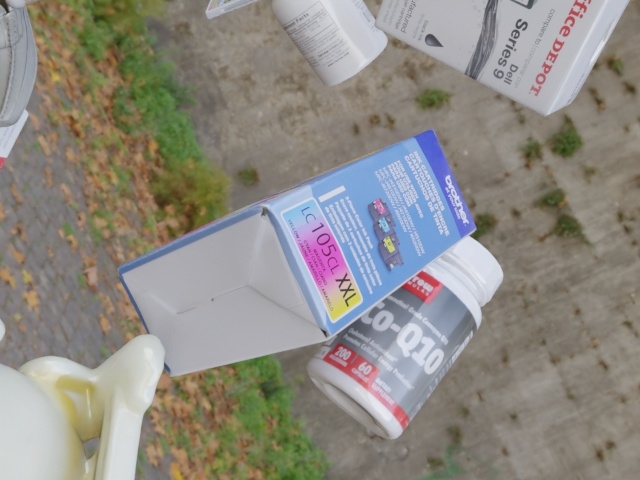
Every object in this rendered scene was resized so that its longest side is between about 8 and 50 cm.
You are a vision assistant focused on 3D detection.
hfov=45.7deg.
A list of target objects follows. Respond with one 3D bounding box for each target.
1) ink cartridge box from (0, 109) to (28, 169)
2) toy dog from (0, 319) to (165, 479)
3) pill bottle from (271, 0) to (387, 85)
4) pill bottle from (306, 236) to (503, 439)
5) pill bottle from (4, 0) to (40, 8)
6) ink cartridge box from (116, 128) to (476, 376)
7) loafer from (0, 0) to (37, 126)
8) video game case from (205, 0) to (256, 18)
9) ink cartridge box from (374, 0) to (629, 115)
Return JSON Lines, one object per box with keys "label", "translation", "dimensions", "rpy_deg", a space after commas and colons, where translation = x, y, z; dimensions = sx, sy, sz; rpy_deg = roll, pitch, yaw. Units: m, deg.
{"label": "ink cartridge box", "translation": [-0.574, -0.191, 1.067], "dimensions": [0.273, 0.114, 0.197], "rpy_deg": [54, 39, -48]}
{"label": "toy dog", "translation": [-0.406, 0.188, 0.714], "dimensions": [0.408, 0.395, 0.285], "rpy_deg": [25, 57, -33]}
{"label": "pill bottle", "translation": [-0.005, -0.378, 1.228], "dimensions": [0.229, 0.131, 0.131], "rpy_deg": [52, 5, -19]}
{"label": "pill bottle", "translation": [0.125, 0.122, 1.080], "dimensions": [0.161, 0.283, 0.161], "rpy_deg": [36, -18, 13]}
{"label": "pill bottle", "translation": [-0.276, -0.391, 0.897], "dimensions": [0.153, 0.264, 0.153], "rpy_deg": [57, -15, 25]}
{"label": "ink cartridge box", "translation": [0.000, 0.000, 0.924], "dimensions": [0.395, 0.270, 0.151], "rpy_deg": [-27, 95, -49]}
{"label": "loafer", "translation": [-0.450, -0.308, 1.018], "dimensions": [0.111, 0.112, 0.320], "rpy_deg": [-44, 142, -66]}
{"label": "video game case", "translation": [-0.156, -0.516, 1.551], "dimensions": [0.157, 0.143, 0.019], "rpy_deg": [-83, 152, -47]}
{"label": "ink cartridge box", "translation": [0.249, -0.333, 1.037], "dimensions": [0.289, 0.121, 0.211], "rpy_deg": [33, -56, 20]}
